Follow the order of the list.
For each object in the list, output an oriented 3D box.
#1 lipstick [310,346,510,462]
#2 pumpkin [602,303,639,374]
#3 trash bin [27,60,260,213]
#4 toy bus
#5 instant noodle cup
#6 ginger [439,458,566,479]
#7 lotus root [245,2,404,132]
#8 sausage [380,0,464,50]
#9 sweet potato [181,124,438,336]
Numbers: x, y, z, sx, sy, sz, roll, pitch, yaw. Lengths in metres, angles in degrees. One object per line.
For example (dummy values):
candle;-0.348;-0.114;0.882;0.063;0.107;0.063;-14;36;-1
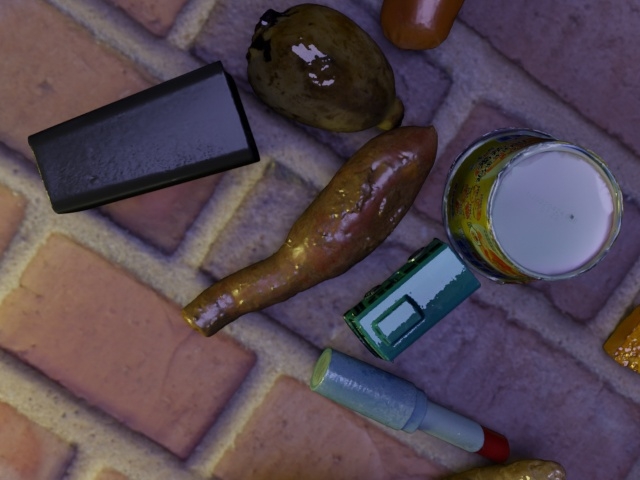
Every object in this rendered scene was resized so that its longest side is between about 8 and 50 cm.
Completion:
lipstick;0.120;0.217;1.028;0.274;0.068;0.061;26;105;-12
pumpkin;0.421;0.130;1.049;0.074;0.054;0.083;33;113;-2
trash bin;-0.195;-0.109;0.934;0.226;0.165;0.115;-19;96;0
toy bus;0.111;0.076;1.003;0.160;0.092;0.079;-39;95;0
instant noodle cup;0.262;-0.038;0.977;0.205;0.153;0.205;0;95;-6
ginger;0.222;0.328;1.038;0.205;0.115;0.081;-21;78;19
lotus root;0.013;-0.197;0.965;0.214;0.138;0.138;24;92;-16
sausage;0.143;-0.340;0.976;0.098;0.098;0.238;19;91;-5
sweet potato;0.000;0.000;0.990;0.385;0.109;0.109;-42;96;6
